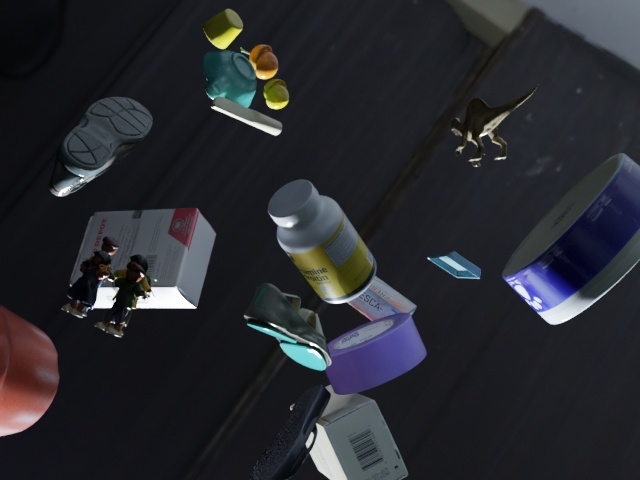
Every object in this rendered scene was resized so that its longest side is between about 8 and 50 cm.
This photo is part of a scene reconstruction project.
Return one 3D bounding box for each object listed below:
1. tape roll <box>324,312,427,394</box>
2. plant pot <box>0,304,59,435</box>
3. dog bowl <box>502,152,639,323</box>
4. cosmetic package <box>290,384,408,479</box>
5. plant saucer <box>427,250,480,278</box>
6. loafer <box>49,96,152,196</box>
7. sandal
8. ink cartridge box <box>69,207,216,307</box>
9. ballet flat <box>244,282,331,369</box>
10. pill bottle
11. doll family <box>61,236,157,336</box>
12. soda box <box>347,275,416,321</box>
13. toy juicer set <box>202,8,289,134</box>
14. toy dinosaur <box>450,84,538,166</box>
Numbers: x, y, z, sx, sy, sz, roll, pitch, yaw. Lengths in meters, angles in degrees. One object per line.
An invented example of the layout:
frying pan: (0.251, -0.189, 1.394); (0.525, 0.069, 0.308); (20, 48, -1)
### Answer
tape roll: (0.096, 0.209, 1.918); (0.080, 0.189, 0.189); (67, 162, -6)
plant pot: (-0.575, 0.203, 1.677); (0.272, 0.272, 0.265); (30, 173, 22)
dog bowl: (0.401, -0.003, 1.562); (0.104, 0.265, 0.265); (43, 167, 1)
cosmetic package: (0.048, 0.382, 2.001); (0.160, 0.113, 0.309); (65, 166, -2)
plant saucer: (0.231, 0.041, 1.783); (0.067, 0.018, 0.192); (33, 177, -2)
loafer: (-0.357, -0.153, 1.648); (0.096, 0.084, 0.267); (39, -151, -4)
sandal: (-0.039, 0.349, 1.790); (0.097, 0.254, 0.054); (-29, 107, 42)
ink cartridge box: (-0.311, 0.033, 1.816); (0.218, 0.158, 0.092); (0, 150, 22)
ballet flat: (-0.031, 0.114, 1.379); (0.072, 0.068, 0.213); (9, 161, 28)
pill bottle: (0.000, 0.000, 1.513); (0.103, 0.103, 0.184); (21, 154, 49)
doll family: (-0.274, 0.054, 1.343); (0.193, 0.111, 0.076); (18, 174, 39)
soda box: (0.098, 0.109, 2.067); (0.183, 0.058, 0.063); (37, -152, 13)
toy juicer set: (-0.157, -0.307, 2.102); (0.089, 0.329, 0.209); (-33, 129, 28)
toy dinosaur: (0.230, -0.158, 1.453); (0.053, 0.092, 0.183); (-2, 172, -31)
